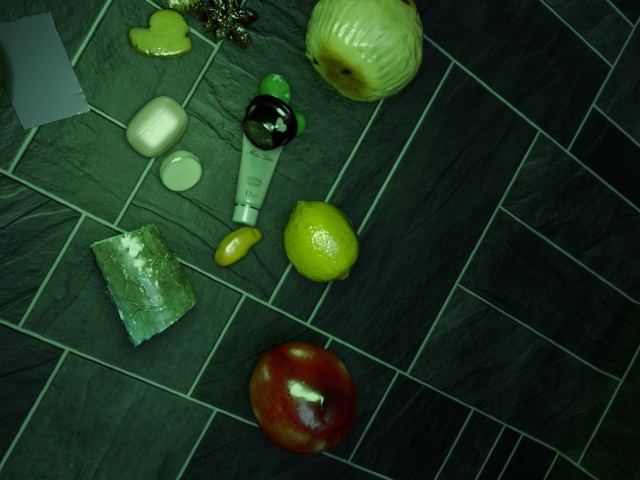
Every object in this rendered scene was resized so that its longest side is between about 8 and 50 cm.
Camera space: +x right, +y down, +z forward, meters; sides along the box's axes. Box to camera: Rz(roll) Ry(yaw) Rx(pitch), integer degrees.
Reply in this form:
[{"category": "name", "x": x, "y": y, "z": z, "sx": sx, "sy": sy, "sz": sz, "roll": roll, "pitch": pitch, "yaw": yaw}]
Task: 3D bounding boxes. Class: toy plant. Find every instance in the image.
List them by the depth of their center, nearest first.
[{"category": "toy plant", "x": -0.150, "y": -0.413, "z": 1.624, "sx": 0.218, "sy": 0.175, "sz": 0.235, "roll": 54, "pitch": 48, "yaw": -24}]

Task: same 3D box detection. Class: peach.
[{"category": "peach", "x": -0.052, "y": 0.537, "z": 1.679, "sx": 0.387, "sy": 0.388, "sz": 0.389, "roll": -3, "pitch": 98, "yaw": -17}]

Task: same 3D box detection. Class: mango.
[{"category": "mango", "x": -0.282, "y": 0.017, "z": 1.684, "sx": 0.190, "sy": 0.075, "sz": 0.098, "roll": -39, "pitch": 123, "yaw": -13}]

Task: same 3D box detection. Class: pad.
[{"category": "pad", "x": -0.839, "y": -0.502, "z": 1.468, "sx": 0.202, "sy": 0.005, "sz": 0.300, "roll": -22, "pitch": 104, "yaw": -14}]

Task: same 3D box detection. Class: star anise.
[{"category": "star anise", "x": -0.300, "y": -0.708, "z": 1.552, "sx": 0.220, "sy": 0.126, "sz": 0.190, "roll": 10, "pitch": 98, "yaw": -22}]

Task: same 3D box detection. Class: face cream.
[{"category": "face cream", "x": -0.225, "y": -0.204, "z": 1.676, "sx": 0.143, "sy": 0.089, "sz": 0.315, "roll": 15, "pitch": 81, "yaw": -19}]

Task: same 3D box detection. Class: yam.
[{"category": "yam", "x": -0.548, "y": 0.129, "z": 1.547, "sx": 0.240, "sy": 0.241, "sz": 0.348, "roll": -25, "pitch": 103, "yaw": -13}]

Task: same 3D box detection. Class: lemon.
[{"category": "lemon", "x": 0.000, "y": 0.000, "z": 1.683, "sx": 0.253, "sy": 0.253, "sz": 0.311, "roll": -30, "pitch": 89, "yaw": -12}]

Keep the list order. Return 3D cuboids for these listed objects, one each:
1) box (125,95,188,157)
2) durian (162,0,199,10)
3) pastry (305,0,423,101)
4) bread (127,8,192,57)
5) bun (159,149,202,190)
[{"category": "box", "x": -0.510, "y": -0.355, "z": 1.550, "sx": 0.146, "sy": 0.088, "sz": 0.200, "roll": 43, "pitch": 83, "yaw": -17}, {"category": "durian", "x": -0.429, "y": -0.850, "z": 1.484, "sx": 0.191, "sy": 0.112, "sz": 0.342, "roll": -20, "pitch": 92, "yaw": -18}, {"category": "pastry", "x": 0.146, "y": -0.642, "z": 1.576, "sx": 0.388, "sy": 0.388, "sz": 0.313, "roll": 40, "pitch": 82, "yaw": -19}, {"category": "bread", "x": -0.496, "y": -0.634, "z": 1.535, "sx": 0.187, "sy": 0.065, "sz": 0.150, "roll": -8, "pitch": 89, "yaw": -14}, {"category": "bun", "x": -0.453, "y": -0.233, "z": 1.589, "sx": 0.138, "sy": 0.094, "sz": 0.138, "roll": -22, "pitch": 139, "yaw": -21}]
